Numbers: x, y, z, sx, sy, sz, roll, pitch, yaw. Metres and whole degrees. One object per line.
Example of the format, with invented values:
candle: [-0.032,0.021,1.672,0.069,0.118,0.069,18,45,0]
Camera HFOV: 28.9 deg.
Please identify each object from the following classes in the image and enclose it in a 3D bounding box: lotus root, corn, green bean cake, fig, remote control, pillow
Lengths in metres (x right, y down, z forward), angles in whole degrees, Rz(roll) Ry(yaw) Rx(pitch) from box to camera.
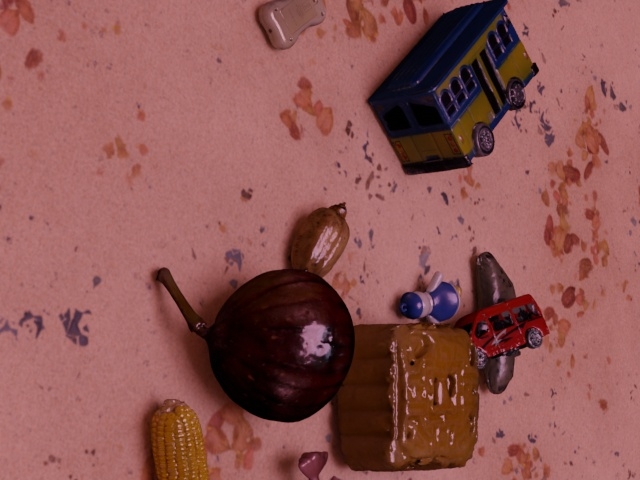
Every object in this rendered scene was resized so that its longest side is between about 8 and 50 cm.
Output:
lotus root: [0.000,0.000,1.798,0.072,0.063,0.152,35,64,-8]
corn: [-0.172,0.301,1.573,0.067,0.067,0.206,-13,94,-47]
green bean cake: [0.135,0.232,1.861,0.224,0.131,0.230,8,80,-47]
fig: [-0.080,0.135,1.619,0.249,0.186,0.204,7,98,-38]
remote control: [-0.041,-0.332,1.820,0.122,0.032,0.074,-44,116,-41]
pillow: [0.306,0.138,2.112,0.093,0.051,0.241,0,83,-47]

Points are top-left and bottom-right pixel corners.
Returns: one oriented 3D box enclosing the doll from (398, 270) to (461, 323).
doll: [0.174,0.100,1.974,0.143,0.057,0.099,-7,101,-45]

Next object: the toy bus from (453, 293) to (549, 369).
toy bus: [0.273,0.154,2.011,0.195,0.081,0.089,-16,83,-32]

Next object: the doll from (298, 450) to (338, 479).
doll: [0.017,0.418,1.733,0.211,0.093,0.262,-17,97,-59]

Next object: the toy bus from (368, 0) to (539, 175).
toy bus: [0.222,-0.250,2.012,0.288,0.138,0.175,-51,121,-37]
